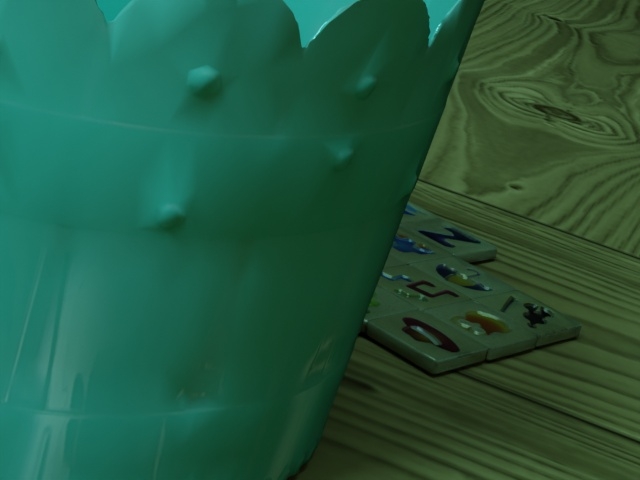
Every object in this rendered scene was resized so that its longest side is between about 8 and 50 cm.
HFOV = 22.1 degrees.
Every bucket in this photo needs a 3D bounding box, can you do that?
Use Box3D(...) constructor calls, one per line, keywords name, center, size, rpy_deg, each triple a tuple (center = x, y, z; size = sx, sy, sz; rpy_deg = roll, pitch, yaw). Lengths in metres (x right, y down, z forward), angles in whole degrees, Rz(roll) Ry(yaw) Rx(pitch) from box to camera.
Box3D(name="bucket", center=(-0.093, -0.042, 0.567), size=(0.281, 0.183, 0.281), rpy_deg=(14, 19, -5))

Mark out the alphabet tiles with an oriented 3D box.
Box3D(name="alphabet tiles", center=(0.000, 0.000, 0.788), size=(0.237, 0.009, 0.198), rpy_deg=(30, 23, 34))
